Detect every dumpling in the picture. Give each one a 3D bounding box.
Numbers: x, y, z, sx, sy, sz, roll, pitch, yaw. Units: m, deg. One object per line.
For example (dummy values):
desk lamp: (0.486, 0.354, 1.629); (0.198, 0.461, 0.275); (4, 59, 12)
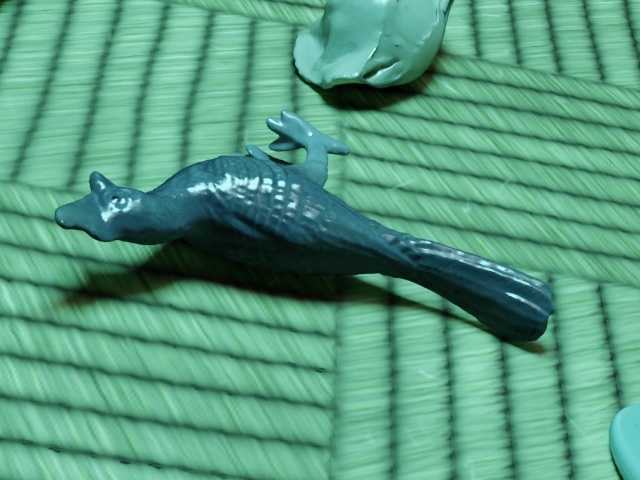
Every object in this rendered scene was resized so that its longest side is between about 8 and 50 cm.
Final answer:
dumpling: (0.043, -0.193, 1.625); (0.127, 0.108, 0.188); (9, 44, 36)

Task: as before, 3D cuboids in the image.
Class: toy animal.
toy animal: (-0.020, -0.022, 1.367); (0.367, 0.081, 0.206); (12, 29, -16)

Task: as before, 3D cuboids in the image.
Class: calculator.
calculator: (0.252, 0.161, 1.242); (0.095, 0.021, 0.153); (-2, 34, -22)
